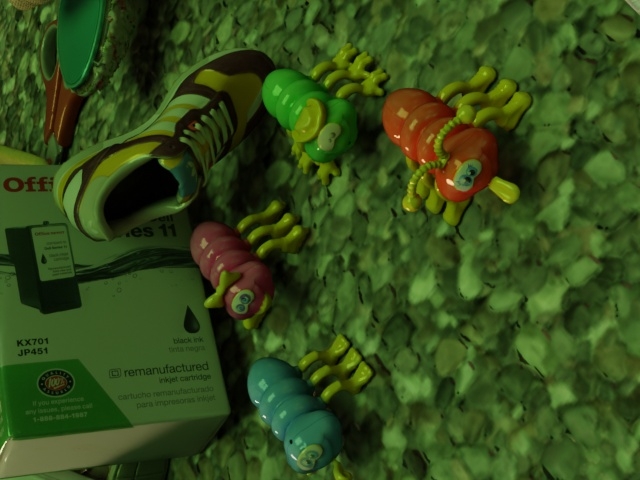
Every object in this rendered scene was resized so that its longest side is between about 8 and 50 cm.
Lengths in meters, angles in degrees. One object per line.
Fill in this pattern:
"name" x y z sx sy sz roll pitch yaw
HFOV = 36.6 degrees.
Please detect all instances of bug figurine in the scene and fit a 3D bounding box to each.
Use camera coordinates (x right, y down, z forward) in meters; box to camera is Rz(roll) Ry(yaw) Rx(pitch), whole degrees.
"bug figurine" 0.000 0.000 0.598 0.216 0.072 0.279 44 115 43

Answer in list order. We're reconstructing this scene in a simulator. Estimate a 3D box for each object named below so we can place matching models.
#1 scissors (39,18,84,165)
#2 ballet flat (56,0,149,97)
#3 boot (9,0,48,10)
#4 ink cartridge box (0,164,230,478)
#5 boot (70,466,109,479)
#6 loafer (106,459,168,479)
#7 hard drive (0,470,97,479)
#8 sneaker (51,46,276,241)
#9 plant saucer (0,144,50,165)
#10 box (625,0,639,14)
"scissors" -0.254 -0.089 0.935 0.109 0.021 0.297 -6 77 47
"ballet flat" -0.190 -0.232 0.854 0.091 0.077 0.241 -27 65 40
"boot" -0.204 -0.323 0.741 0.203 0.095 0.262 -10 110 25
"ink cartridge box" -0.164 0.051 0.698 0.087 0.153 0.208 -55 45 51
"boot" -0.208 0.174 0.814 0.118 0.042 0.087 -11 76 47
"loafer" -0.149 0.195 0.744 0.039 0.045 0.125 14 95 55
"hard drive" -0.167 0.279 0.702 0.307 0.040 0.203 4 93 41
"sneaker" -0.091 -0.062 0.664 0.185 0.070 0.084 -41 37 -14
"plant saucer" -0.349 0.069 0.921 0.332 0.081 0.333 17 88 49
"box" 0.082 -0.239 0.481 0.063 0.067 0.324 -44 73 21
